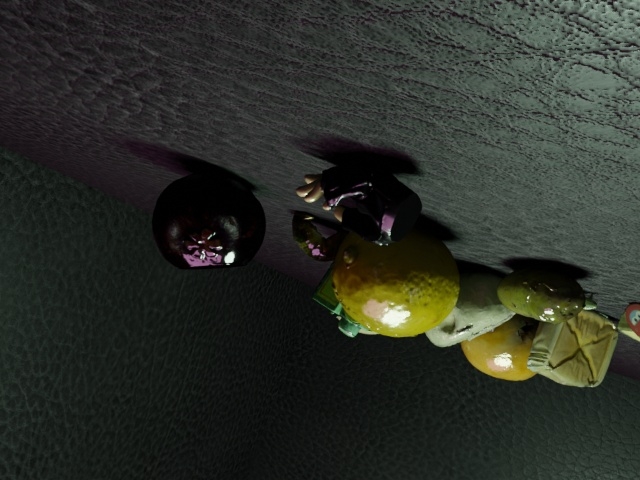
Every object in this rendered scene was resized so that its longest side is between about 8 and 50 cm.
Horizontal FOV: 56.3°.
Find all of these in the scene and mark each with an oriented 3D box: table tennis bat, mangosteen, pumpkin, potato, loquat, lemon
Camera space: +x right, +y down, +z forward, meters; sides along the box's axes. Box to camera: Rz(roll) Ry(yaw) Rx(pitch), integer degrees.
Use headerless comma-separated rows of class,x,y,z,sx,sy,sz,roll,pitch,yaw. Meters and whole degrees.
table tennis bat,0.726,0.202,1.300,0.154,0.019,0.098,56,162,27
mangosteen,-0.266,-0.041,1.460,0.288,0.233,0.287,-11,177,-1
pumpkin,0.000,0.000,1.598,0.184,0.107,0.119,22,177,-14
potato,0.469,0.113,1.289,0.149,0.113,0.251,12,-179,-5
loquat,0.549,0.291,1.783,0.263,0.263,0.263,18,172,3
lemon,0.162,0.081,1.273,0.261,0.260,0.284,14,170,29

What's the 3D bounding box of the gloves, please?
gloves,0.055,-0.072,0.970,0.203,0.124,0.164,38,158,26

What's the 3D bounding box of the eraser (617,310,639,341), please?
eraser,0.784,0.207,1.359,0.117,0.058,0.172,24,170,-13

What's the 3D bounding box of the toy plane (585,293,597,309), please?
toy plane,0.589,0.135,1.393,0.102,0.040,0.111,24,170,-41

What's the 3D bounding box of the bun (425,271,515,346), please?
bun,0.391,0.171,1.564,0.273,0.168,0.273,-21,163,-7

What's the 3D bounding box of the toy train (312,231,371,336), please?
toy train,0.113,0.108,1.522,0.188,0.271,0.159,31,176,28

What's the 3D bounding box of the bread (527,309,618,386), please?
bread,0.674,0.282,1.603,0.192,0.209,0.110,20,176,-9

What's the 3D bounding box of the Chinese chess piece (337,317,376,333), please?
Chinese chess piece,0.142,0.139,1.689,0.250,0.249,0.103,19,155,-6
